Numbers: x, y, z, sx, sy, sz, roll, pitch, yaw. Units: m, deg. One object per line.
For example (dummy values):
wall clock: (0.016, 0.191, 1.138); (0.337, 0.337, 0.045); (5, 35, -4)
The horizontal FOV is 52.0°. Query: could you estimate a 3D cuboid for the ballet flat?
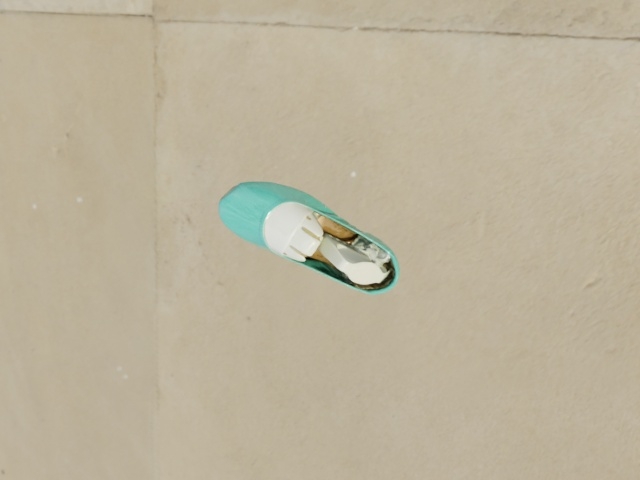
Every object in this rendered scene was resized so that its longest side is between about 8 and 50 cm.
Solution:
ballet flat: (0.000, 0.000, 0.777); (0.083, 0.247, 0.087); (-62, 28, 8)
